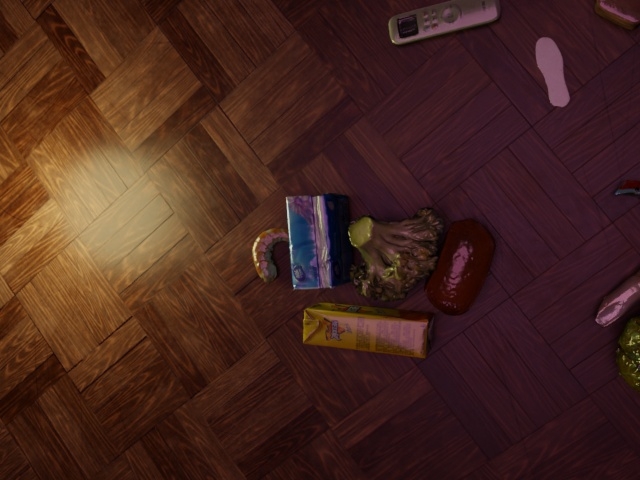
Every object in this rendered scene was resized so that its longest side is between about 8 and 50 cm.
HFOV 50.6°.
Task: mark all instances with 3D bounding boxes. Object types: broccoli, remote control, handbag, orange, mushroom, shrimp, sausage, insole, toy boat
[{"bbox_3d":[0.191,0.024,1.844,0.247,0.245,0.288,5,73,48],"label":"broccoli"},{"bbox_3d":[0.344,-0.619,1.892,0.309,0.038,0.090,-8,90,17],"label":"remote control"},{"bbox_3d":[0.798,-0.657,1.739,0.151,0.072,0.193,30,102,14],"label":"handbag"},{"bbox_3d":[0.902,0.287,1.671,0.300,0.223,0.301,45,103,5],"label":"orange"},{"bbox_3d":[0.806,0.147,1.771,0.209,0.071,0.084,-43,88,16],"label":"mushroom"},{"bbox_3d":[-0.125,0.042,2.060,0.166,0.049,0.161,-16,86,9],"label":"shrimp"},{"bbox_3d":[0.381,0.073,1.849,0.141,0.153,0.268,21,98,4],"label":"sausage"},{"bbox_3d":[0.629,-0.455,1.831,0.065,0.004,0.197,-16,88,16],"label":"insole"},{"bbox_3d":[0.850,-0.113,1.746,0.172,0.069,0.059,15,88,11],"label":"toy boat"}]

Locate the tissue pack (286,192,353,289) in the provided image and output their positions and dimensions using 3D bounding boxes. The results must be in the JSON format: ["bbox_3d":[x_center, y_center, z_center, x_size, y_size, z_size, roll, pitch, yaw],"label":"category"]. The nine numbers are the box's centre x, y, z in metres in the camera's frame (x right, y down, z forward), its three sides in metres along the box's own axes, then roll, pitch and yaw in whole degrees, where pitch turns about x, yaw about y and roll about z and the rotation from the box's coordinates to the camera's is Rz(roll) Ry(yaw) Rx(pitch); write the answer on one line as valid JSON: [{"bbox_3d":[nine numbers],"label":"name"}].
[{"bbox_3d":[0.000,0.000,1.937,0.146,0.198,0.264,-4,91,19],"label":"tissue pack"}]

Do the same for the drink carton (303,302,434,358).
[{"bbox_3d":[0.138,0.250,1.928,0.351,0.154,0.111,5,94,16],"label":"drink carton"}]
